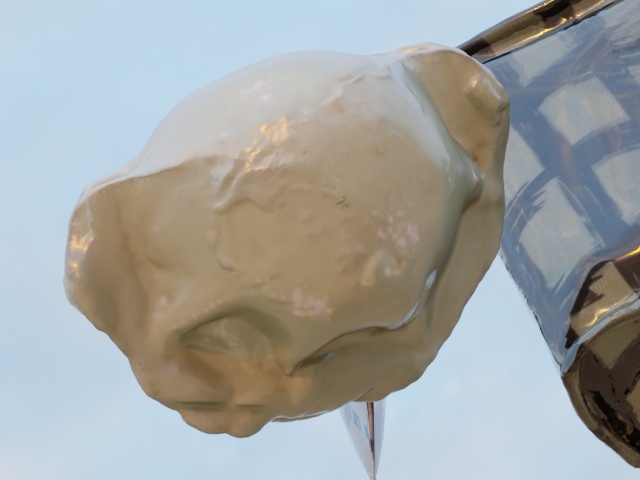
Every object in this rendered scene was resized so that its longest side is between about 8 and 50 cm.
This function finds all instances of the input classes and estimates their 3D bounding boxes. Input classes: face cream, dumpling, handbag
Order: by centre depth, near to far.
[{"bbox_3d":[0.000,0.000,0.918,0.258,0.147,0.193,-32,-72,-21],"label":"dumpling"},{"bbox_3d":[0.253,-0.065,1.178,0.327,0.325,0.162,-33,-51,6],"label":"handbag"},{"bbox_3d":[0.022,0.074,1.287,0.058,0.244,0.092,-7,-60,-2],"label":"face cream"}]
